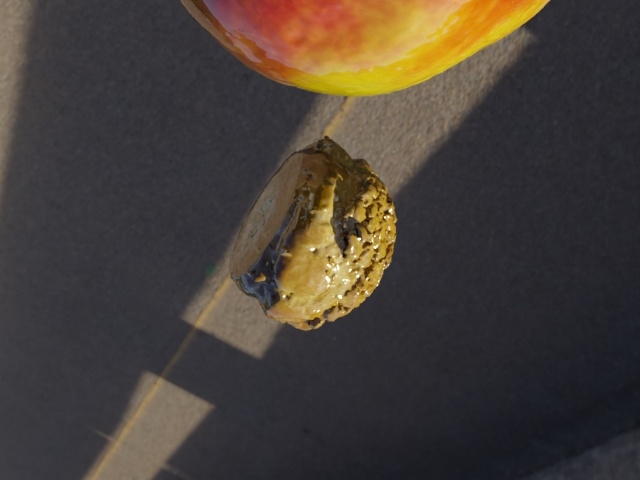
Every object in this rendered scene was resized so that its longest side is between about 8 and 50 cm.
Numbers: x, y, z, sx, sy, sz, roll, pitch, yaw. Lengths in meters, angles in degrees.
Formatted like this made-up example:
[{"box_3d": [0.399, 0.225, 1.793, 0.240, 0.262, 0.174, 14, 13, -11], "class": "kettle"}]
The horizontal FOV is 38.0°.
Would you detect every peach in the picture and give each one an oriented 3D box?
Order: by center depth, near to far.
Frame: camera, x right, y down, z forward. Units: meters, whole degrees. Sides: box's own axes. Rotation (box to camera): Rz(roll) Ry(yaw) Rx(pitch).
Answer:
[{"box_3d": [0.019, -0.183, 0.436, 0.231, 0.231, 0.231, 16, 142, 13], "class": "peach"}]

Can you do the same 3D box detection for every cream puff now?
[{"box_3d": [0.000, 0.000, 0.772, 0.115, 0.150, 0.165, 23, 164, -17], "class": "cream puff"}]
